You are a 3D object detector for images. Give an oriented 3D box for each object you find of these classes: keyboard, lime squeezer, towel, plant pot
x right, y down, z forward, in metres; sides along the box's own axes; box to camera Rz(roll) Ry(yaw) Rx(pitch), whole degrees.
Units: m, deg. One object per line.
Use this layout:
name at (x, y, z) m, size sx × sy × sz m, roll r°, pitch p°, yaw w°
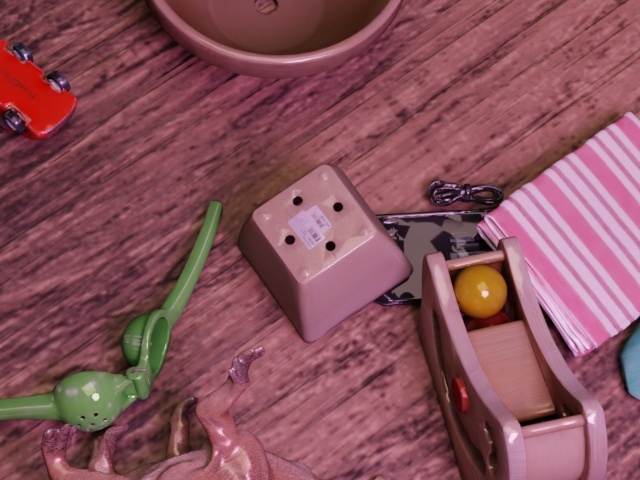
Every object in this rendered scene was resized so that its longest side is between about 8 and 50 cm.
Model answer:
keyboard at (0.127, -0.001, 1.399) m, size 0.180 × 0.023 × 0.108 m, roll -3°, pitch 73°, yaw -8°
lime squeezer at (-0.168, 0.089, 1.318) m, size 0.310 × 0.059 × 0.110 m, roll -37°, pitch 40°, yaw -19°
towel at (0.241, -0.008, 1.397) m, size 0.197 × 0.029 × 0.144 m, roll -34°, pitch 83°, yaw -27°
plant pot at (-0.042, -0.230, 1.436) m, size 0.237 × 0.110 × 0.237 m, roll 2°, pitch 66°, yaw -4°
plant pot at (0.000, 0.000, 1.331) m, size 0.109 × 0.096 × 0.109 m, roll -34°, pitch 73°, yaw -6°

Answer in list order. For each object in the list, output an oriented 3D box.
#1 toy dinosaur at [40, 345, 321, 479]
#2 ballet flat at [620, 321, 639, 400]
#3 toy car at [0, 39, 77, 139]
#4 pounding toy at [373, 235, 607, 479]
toy dinosaur at (-0.093, 0.212, 1.229) m, size 0.295 × 0.127 × 0.200 m, roll -21°, pitch 76°, yaw -9°
ballet flat at (0.352, 0.048, 1.364) m, size 0.247 × 0.087 × 0.083 m, roll -28°, pitch 72°, yaw -17°
toy car at (-0.312, -0.192, 1.421) m, size 0.239 × 0.053 × 0.225 m, roll 9°, pitch 65°, yaw -3°
pounding toy at (0.116, 0.136, 1.263) m, size 0.154 × 0.154 × 0.270 m, roll -11°, pitch 67°, yaw -11°
